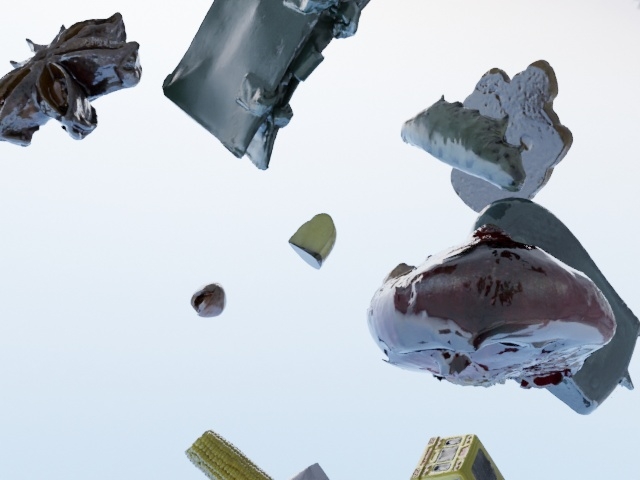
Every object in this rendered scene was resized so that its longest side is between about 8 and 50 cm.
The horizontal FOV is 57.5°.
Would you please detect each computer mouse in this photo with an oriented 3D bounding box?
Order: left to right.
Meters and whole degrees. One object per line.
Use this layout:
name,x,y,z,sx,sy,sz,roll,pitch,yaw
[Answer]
computer mouse,0.333,0.097,0.865,0.371,0.122,0.188,46,-109,-11

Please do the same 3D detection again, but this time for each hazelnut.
hazelnut,-0.234,0.125,1.238,0.086,0.086,0.086,12,-146,-9

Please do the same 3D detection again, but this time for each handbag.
handbag,-0.071,-0.236,0.695,0.079,0.247,0.260,23,-165,-39

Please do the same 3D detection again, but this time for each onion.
onion,0.181,0.066,0.663,0.272,0.272,0.195,9,-114,-13

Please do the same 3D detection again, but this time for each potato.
potato,0.000,0.000,1.250,0.096,0.066,0.103,32,-106,37

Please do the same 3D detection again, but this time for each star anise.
star anise,-0.340,-0.216,0.801,0.220,0.099,0.214,-20,-122,-1

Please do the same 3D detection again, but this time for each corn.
corn,-0.180,0.508,1.256,0.244,0.093,0.093,38,-143,5

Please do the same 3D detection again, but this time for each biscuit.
biscuit,0.309,-0.169,0.976,0.041,0.290,0.208,-19,-123,-33

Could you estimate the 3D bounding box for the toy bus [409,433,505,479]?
toy bus,0.317,0.550,1.138,0.331,0.151,0.145,57,-143,-6

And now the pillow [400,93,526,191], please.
pillow,0.203,-0.149,0.828,0.051,0.093,0.241,9,-160,-40

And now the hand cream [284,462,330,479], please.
hand cream,-0.040,0.220,0.418,0.142,0.053,0.084,-13,-143,-30
